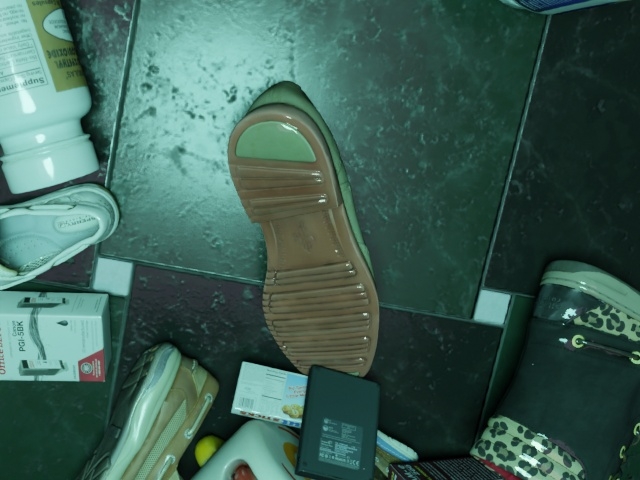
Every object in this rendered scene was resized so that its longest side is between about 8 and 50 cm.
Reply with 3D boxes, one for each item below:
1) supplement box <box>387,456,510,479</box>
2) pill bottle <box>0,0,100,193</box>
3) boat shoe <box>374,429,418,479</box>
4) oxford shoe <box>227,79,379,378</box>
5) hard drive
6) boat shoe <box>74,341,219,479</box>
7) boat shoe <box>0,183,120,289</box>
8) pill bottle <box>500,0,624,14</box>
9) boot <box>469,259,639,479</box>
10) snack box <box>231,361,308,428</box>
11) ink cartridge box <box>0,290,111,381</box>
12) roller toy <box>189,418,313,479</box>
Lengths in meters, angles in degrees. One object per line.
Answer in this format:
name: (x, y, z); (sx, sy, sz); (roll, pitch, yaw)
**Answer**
supplement box: (0.201, 0.358, 1.023); (0.239, 0.073, 0.130); (3, 101, -25)
pill bottle: (-0.328, -0.175, 0.859); (0.131, 0.131, 0.229); (-15, 103, -3)
boat shoe: (0.045, 0.274, 1.012); (0.183, 0.066, 0.066); (28, 55, -11)
oxford shoe: (0.000, 0.000, 0.930); (0.140, 0.147, 0.397); (-2, 123, 11)
hard drive: (0.024, 0.225, 0.938); (0.094, 0.022, 0.135); (18, 54, -13)
boat shoe: (-0.221, 0.289, 0.941); (0.116, 0.123, 0.325); (31, 78, -22)
boat shoe: (-0.375, 0.008, 0.908); (0.277, 0.096, 0.098); (-23, 106, 0)
pill bottle: (0.270, -0.322, 0.827); (0.153, 0.265, 0.153); (-1, 101, -7)
boot: (0.387, 0.232, 0.974); (0.377, 0.138, 0.284); (34, 74, -8)
snack box: (-0.019, 0.203, 0.976); (0.178, 0.064, 0.022); (14, 144, -6)
ink cartridge box: (-0.329, 0.118, 0.946); (0.135, 0.056, 0.099); (1, 116, -6)
roller toy: (-0.067, 0.331, 0.959); (0.209, 0.191, 0.146); (43, 95, -12)
